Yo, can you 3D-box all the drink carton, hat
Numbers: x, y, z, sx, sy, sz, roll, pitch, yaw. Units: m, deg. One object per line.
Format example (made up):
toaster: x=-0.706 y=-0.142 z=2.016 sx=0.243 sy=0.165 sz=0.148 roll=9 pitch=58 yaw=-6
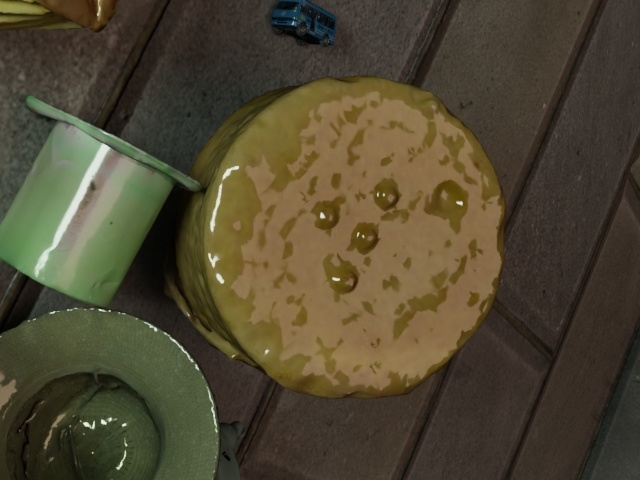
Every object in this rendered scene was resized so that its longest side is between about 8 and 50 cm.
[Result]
drink carton: x=-0.207 y=-0.026 z=0.858 sx=0.146 sy=0.144 sz=0.142 roll=33 pitch=83 yaw=-53
hat: x=-0.221 y=0.198 z=0.911 sx=0.257 sy=0.257 sz=0.130 roll=-61 pitch=176 yaw=-17

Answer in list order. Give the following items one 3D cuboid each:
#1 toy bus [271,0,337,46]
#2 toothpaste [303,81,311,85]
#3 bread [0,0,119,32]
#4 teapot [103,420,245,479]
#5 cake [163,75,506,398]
toy bus: x=-0.018 y=-0.249 z=1.098 sx=0.083 sy=0.038 sz=0.046 roll=11 pitch=90 yaw=-56
toothpaste: x=-0.012 y=-0.123 z=1.175 sx=0.037 sy=0.021 sz=0.140 roll=-21 pitch=117 yaw=-53
bread: x=-0.218 y=-0.294 z=0.697 sx=0.204 sy=0.156 sz=0.288 roll=19 pitch=79 yaw=-71
teapot: x=-0.168 y=0.272 z=1.038 sx=0.232 sy=0.159 sz=0.159 roll=-40 pitch=135 yaw=-16
cake: x=-0.006 y=-0.006 z=1.035 sx=0.332 sy=0.321 sz=0.332 roll=-1 pitch=91 yaw=-21
